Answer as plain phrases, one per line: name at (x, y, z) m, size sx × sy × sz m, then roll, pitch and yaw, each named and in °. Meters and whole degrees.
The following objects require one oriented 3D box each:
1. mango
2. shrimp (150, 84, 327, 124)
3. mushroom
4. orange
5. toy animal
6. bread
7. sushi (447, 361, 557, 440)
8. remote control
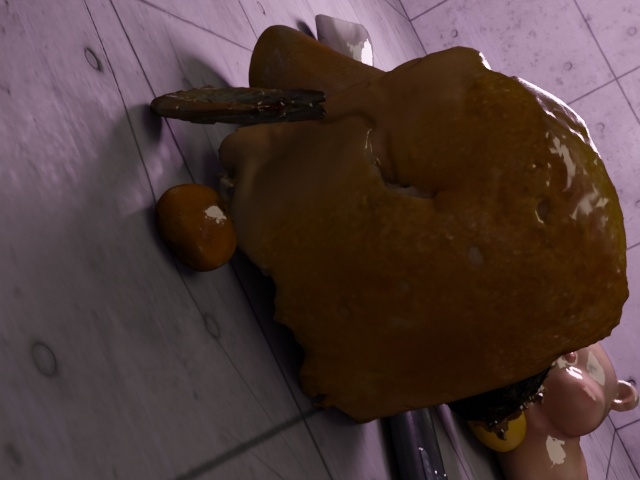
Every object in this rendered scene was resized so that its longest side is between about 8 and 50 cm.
mango at (0.048, -0.125, 1.336) m, size 0.384 × 0.199 × 0.221 m, roll 44°, pitch -7°, yaw 12°
shrimp at (-0.083, -0.137, 1.059) m, size 0.099 × 0.180 × 0.041 m, roll -44°, pitch 134°, yaw -82°
mushroom at (0.052, -0.320, 1.950) m, size 0.116 × 0.093 × 0.225 m, roll 1°, pitch 71°, yaw -55°
orange at (-0.109, -0.014, 0.961) m, size 0.086 × 0.062 × 0.086 m, roll 51°, pitch 21°, yaw -28°
toy animal at (0.366, 0.257, 1.676) m, size 0.277 × 0.247 × 0.345 m, roll 23°, pitch 42°, yaw -63°
bread at (0.111, 0.004, 1.091) m, size 0.361 × 0.394 × 0.250 m, roll 61°, pitch 31°, yaw -18°
sushi at (0.239, 0.092, 1.562) m, size 0.207 × 0.234 × 0.348 m, roll 57°, pitch 48°, yaw -40°
remote control at (0.125, 0.295, 1.229) m, size 0.107 × 0.044 × 0.377 m, roll 46°, pitch 22°, yaw -36°
